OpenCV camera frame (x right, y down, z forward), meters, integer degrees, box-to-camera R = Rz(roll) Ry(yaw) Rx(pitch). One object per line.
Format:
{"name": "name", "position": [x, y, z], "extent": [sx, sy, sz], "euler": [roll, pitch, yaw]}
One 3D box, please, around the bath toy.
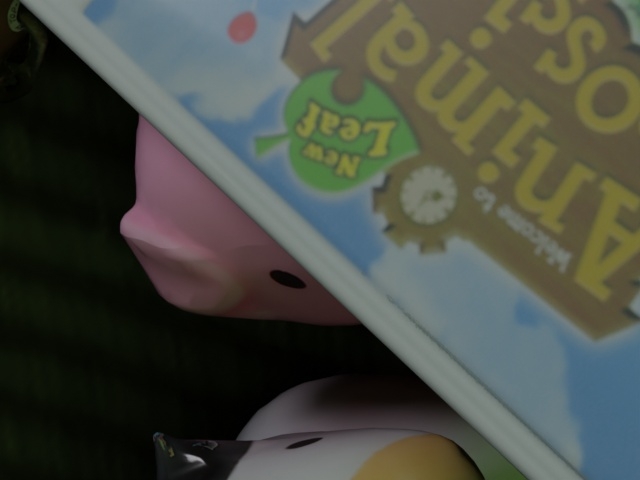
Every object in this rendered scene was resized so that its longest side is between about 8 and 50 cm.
{"name": "bath toy", "position": [0.000, 0.000, 0.479], "extent": [0.129, 0.151, 0.348], "euler": [1, 92, -9]}

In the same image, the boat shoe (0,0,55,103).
{"name": "boat shoe", "position": [-0.112, -0.065, 0.459], "extent": [0.104, 0.111, 0.307], "euler": [0, 95, -14]}

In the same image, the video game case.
{"name": "video game case", "position": [0.058, -0.067, 0.381], "extent": [0.212, 0.023, 0.193], "euler": [43, 101, 19]}
